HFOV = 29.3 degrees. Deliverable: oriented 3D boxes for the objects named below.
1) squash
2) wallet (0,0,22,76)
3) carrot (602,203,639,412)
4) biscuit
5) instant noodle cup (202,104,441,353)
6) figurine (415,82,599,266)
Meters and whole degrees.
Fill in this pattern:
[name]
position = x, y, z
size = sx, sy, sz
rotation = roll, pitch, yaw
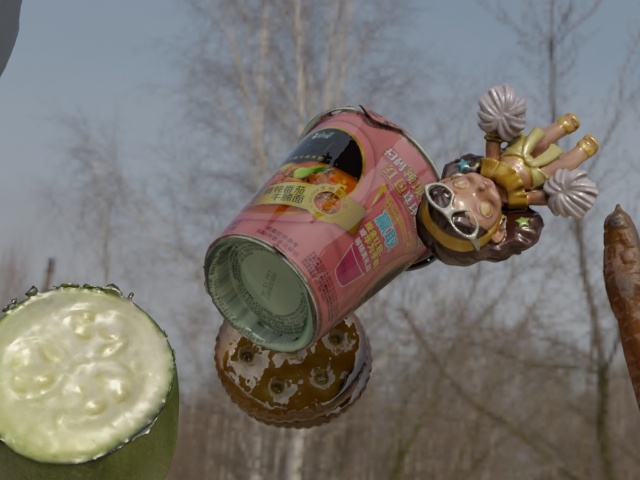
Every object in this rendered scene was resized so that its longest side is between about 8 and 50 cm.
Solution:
[squash]
position = -0.221, 0.181, 1.125
size = 0.189, 0.189, 0.261
rotation = 4, -35, -2
[wallet]
position = -0.318, -0.319, 1.174
size = 0.062, 0.228, 0.406
rotation = 11, -49, -9
[carrot]
position = 0.284, 0.085, 1.054
size = 0.059, 0.248, 0.059
rotation = -14, -19, -5
[biscuit]
position = -0.037, 0.156, 1.691
size = 0.220, 0.221, 0.066
rotation = 3, -30, 3
[instant noodle cup]
position = 0.000, 0.000, 1.460
size = 0.244, 0.244, 0.255
rotation = -9, 25, 43
[figurine]
position = 0.210, -0.065, 1.359
size = 0.240, 0.175, 0.116
rotation = -37, -16, -13
